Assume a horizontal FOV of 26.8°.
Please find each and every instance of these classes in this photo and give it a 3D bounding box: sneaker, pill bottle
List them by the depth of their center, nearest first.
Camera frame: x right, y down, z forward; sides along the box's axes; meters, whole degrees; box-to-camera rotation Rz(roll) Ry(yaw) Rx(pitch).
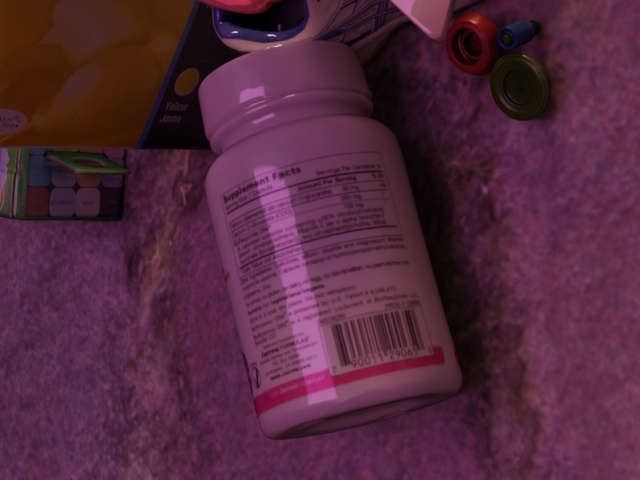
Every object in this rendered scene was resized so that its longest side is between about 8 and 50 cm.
[{"bbox_3d":[0.040,-0.216,1.033,0.296,0.131,0.112,-36,64,35],"label":"sneaker"},{"bbox_3d":[0.000,0.000,1.047,0.160,0.160,0.283,-25,72,40],"label":"pill bottle"}]

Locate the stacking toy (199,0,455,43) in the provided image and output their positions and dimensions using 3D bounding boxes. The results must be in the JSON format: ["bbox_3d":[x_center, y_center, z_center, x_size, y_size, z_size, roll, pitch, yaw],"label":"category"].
[{"bbox_3d":[0.024,-0.290,0.959,0.279,0.130,0.309,25,95,12],"label":"stacking toy"}]

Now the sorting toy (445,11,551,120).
[{"bbox_3d":[0.142,-0.138,1.004,0.102,0.042,0.061,44,134,21],"label":"sorting toy"}]

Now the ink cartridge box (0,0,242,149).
[{"bbox_3d":[-0.143,-0.217,1.084,0.072,0.303,0.307,42,118,32],"label":"ink cartridge box"}]

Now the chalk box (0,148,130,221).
[{"bbox_3d":[-0.277,-0.090,1.327,0.213,0.132,0.132,9,96,42],"label":"chalk box"}]
